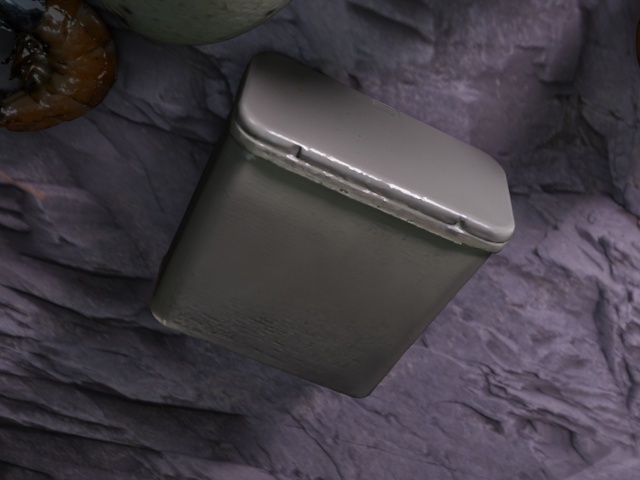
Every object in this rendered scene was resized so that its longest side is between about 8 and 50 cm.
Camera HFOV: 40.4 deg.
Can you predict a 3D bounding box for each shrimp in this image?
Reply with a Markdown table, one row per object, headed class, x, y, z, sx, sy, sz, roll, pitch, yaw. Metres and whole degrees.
| class | x | y | z | sx | sy | sz | roll | pitch | yaw |
| --- | --- | --- | --- | --- | --- | --- | --- | --- | --- |
| shrimp | -0.387 | -0.240 | 1.014 | 0.222 | 0.054 | 0.290 | -36 | 121 | 26 |

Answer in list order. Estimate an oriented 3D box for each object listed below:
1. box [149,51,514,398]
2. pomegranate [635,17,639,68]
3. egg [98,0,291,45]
| class | x | y | z | sx | sy | sz | roll | pitch | yaw |
| --- | --- | --- | --- | --- | --- | --- | --- | --- | --- |
| box | 0.000 | 0.000 | 1.101 | 0.352 | 0.177 | 0.343 | 23 | 125 | -14 |
| pomegranate | 0.435 | -0.211 | 0.916 | 0.191 | 0.191 | 0.191 | 1 | 126 | 2 |
| egg | -0.099 | -0.352 | 0.780 | 0.288 | 0.287 | 0.379 | 16 | 140 | -9 |
